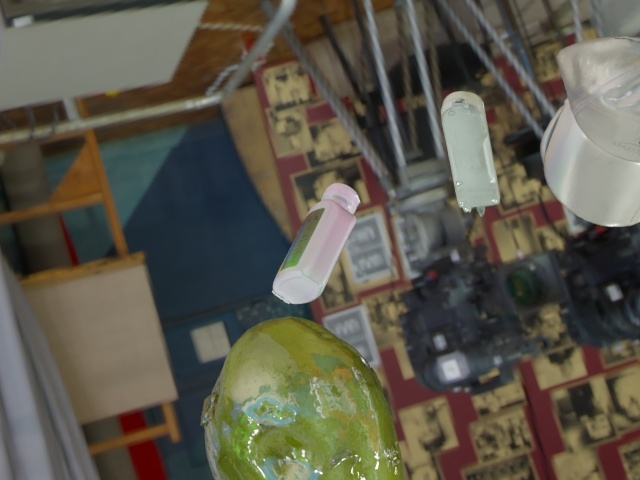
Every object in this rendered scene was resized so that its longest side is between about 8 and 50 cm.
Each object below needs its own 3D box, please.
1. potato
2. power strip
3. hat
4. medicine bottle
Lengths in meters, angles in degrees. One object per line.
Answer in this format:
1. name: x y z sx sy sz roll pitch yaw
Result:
1. potato: -0.009 0.181 0.911 0.186 0.253 0.148 21 -143 37
2. power strip: 0.164 -0.090 1.175 0.048 0.030 0.191 -5 139 13
3. hat: 0.388 -0.128 1.358 0.219 0.226 0.164 14 -177 -5
4. medicine bottle: 0.000 0.000 1.851 0.115 0.078 0.219 -36 -157 55
